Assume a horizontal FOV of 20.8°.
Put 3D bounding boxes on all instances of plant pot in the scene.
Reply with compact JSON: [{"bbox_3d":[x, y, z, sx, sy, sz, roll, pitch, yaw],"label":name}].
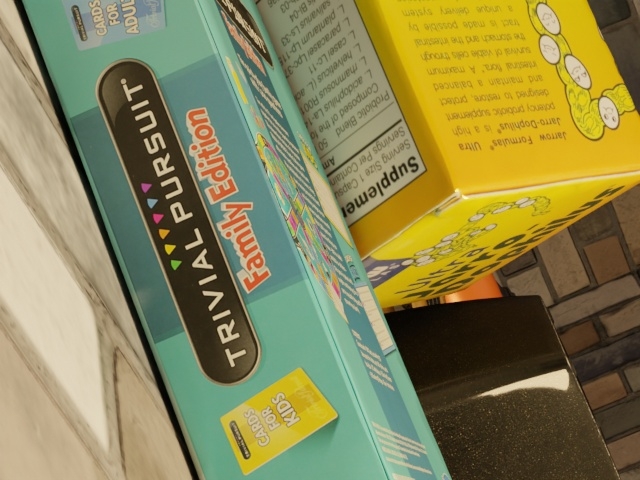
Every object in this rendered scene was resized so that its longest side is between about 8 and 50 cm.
[{"bbox_3d":[0.102,0.139,1.153,0.188,0.167,0.187,-91,156,-73],"label":"plant pot"}]

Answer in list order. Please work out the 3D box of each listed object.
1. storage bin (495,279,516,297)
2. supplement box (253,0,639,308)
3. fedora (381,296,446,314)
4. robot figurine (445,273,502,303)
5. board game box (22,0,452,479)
[{"bbox_3d":[0.193,0.085,2.399,0.091,0.135,0.098,54,11,-23],"label":"storage bin"},{"bbox_3d":[0.023,-0.152,1.096,0.195,0.194,0.357,-9,72,-43],"label":"supplement box"},{"bbox_3d":[0.058,0.031,1.525,0.194,0.079,0.194,-11,90,-79],"label":"fedora"},{"bbox_3d":[0.133,0.060,1.947,0.158,0.128,0.219,-21,86,-87],"label":"robot figurine"},{"bbox_3d":[-0.036,0.003,0.865,0.254,0.079,0.336,43,24,-75],"label":"board game box"}]
